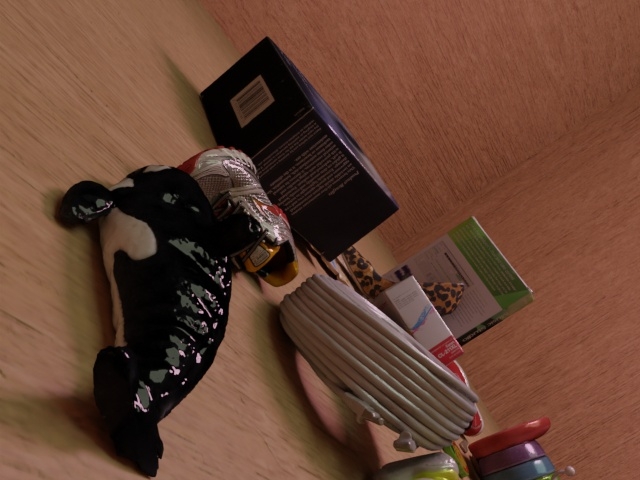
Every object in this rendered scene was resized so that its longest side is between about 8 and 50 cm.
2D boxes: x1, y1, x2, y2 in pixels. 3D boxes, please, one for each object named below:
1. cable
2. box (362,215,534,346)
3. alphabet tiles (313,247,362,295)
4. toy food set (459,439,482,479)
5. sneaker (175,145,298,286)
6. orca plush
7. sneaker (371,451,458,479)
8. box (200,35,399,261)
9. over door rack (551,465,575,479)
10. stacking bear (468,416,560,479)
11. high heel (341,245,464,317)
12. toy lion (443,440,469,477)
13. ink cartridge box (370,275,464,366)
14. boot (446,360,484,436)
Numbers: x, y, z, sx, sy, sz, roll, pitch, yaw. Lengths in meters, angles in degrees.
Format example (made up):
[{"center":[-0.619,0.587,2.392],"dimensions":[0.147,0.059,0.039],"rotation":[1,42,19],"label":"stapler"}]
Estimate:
[{"center":[0.064,0.135,0.715],"dimensions":[0.257,0.089,0.257],"rotation":[40,1,32],"label":"cable"},{"center":[0.274,0.124,1.370],"dimensions":[0.058,0.322,0.232],"rotation":[44,15,-55],"label":"box"},{"center":[0.000,0.000,1.336],"dimensions":[0.284,0.021,0.278],"rotation":[52,8,-24],"label":"alphabet tiles"},{"center":[0.394,0.541,1.409],"dimensions":[0.192,0.038,0.132],"rotation":[58,8,18],"label":"toy food set"},{"center":[-0.081,-0.021,0.674],"dimensions":[0.225,0.088,0.093],"rotation":[45,14,-53],"label":"sneaker"},{"center":[-0.095,0.005,0.417],"dimensions":[0.151,0.102,0.287],"rotation":[53,8,-17],"label":"orca plush"},{"center":[0.101,0.288,0.592],"dimensions":[0.240,0.091,0.126],"rotation":[27,48,-75],"label":"sneaker"},{"center":[-0.039,-0.170,1.136],"dimensions":[0.294,0.182,0.296],"rotation":[43,15,-43],"label":"box"},{"center":[0.451,0.556,1.030],"dimensions":[0.239,0.108,0.324],"rotation":[-2,47,-35],"label":"over door rack"},{"center":[0.431,0.537,1.250],"dimensions":[0.164,0.175,0.289],"rotation":[3,57,-40],"label":"stacking bear"},{"center":[0.173,0.069,1.308],"dimensions":[0.261,0.186,0.093],"rotation":[54,5,0],"label":"high heel"},{"center":[0.255,0.406,1.174],"dimensions":[0.100,0.034,0.096],"rotation":[43,22,-58],"label":"toy lion"},{"center":[0.180,0.168,1.176],"dimensions":[0.175,0.072,0.127],"rotation":[58,-17,10],"label":"ink cartridge box"},{"center":[0.325,0.371,1.550],"dimensions":[0.176,0.088,0.244],"rotation":[41,19,-56],"label":"boot"}]
